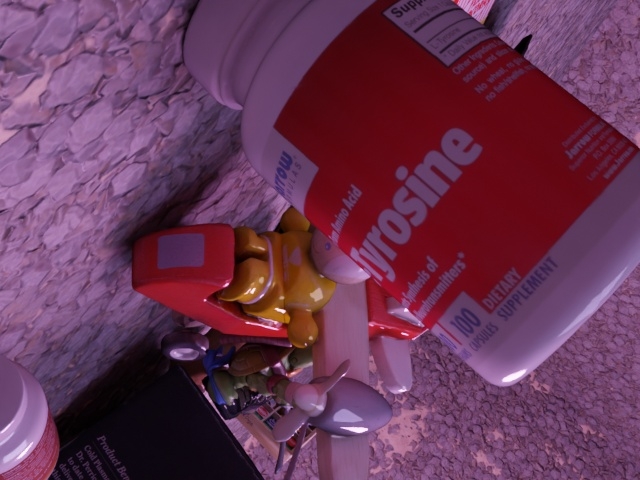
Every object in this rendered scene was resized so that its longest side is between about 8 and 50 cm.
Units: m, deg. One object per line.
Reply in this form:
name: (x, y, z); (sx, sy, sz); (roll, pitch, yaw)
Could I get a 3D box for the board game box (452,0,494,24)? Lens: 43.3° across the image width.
board game box: (0.207, -0.346, 1.212); (0.147, 0.045, 0.193); (-42, 167, -25)

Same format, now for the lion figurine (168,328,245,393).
lion figurine: (-0.151, 0.165, 1.385); (0.392, 0.142, 0.240); (-47, 160, 19)

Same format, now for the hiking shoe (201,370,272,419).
hiking shoe: (-0.120, 0.238, 1.360); (0.114, 0.086, 0.227); (-35, 167, 3)

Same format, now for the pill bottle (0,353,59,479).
pill bottle: (-0.339, 0.192, 0.829); (0.121, 0.121, 0.216); (-41, 167, -28)

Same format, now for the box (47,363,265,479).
box: (-0.318, 0.494, 1.330); (0.471, 0.297, 0.480); (-34, 165, -13)

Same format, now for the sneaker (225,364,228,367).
sneaker: (-0.112, 0.161, 1.607); (0.271, 0.100, 0.108); (-48, 163, 3)

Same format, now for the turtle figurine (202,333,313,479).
turtle figurine: (-0.016, 0.222, 1.226); (0.266, 0.275, 0.198); (-34, 155, -6)

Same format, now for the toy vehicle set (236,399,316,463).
toy vehicle set: (-0.128, 0.332, 1.687); (0.035, 0.267, 0.166); (-51, 169, 22)

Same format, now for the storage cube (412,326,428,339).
storage cube: (0.173, 0.019, 1.385); (0.215, 0.193, 0.184); (-39, -176, 15)

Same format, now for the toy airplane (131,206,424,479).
toy airplane: (0.013, 0.058, 1.001); (0.384, 0.386, 0.272); (-39, 176, -38)

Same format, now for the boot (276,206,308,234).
boot: (0.000, 0.000, 1.494); (0.280, 0.096, 0.264); (-26, 162, -53)

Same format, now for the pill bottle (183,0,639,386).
pill bottle: (0.081, -0.087, 0.711); (0.229, 0.407, 0.229); (-45, 167, -13)

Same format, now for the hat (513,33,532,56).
hat: (0.271, -0.251, 1.517); (0.331, 0.134, 0.331); (23, 90, -88)
